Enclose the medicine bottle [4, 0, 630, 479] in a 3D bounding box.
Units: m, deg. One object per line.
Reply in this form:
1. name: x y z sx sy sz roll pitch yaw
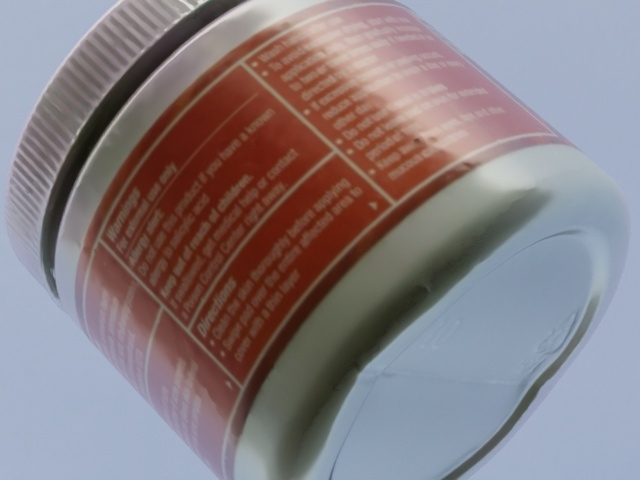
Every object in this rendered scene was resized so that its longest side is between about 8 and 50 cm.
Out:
1. medicine bottle: 0.000 0.000 0.990 0.241 0.252 0.252 44 -72 25
